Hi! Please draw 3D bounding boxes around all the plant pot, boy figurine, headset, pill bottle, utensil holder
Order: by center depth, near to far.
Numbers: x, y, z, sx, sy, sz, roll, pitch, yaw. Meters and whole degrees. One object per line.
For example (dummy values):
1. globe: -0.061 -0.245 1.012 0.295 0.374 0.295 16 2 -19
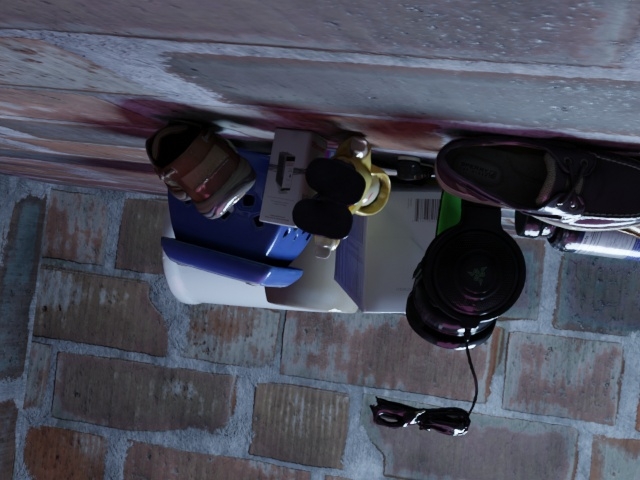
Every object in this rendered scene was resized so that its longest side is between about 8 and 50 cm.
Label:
1. headset: 0.165 0.064 1.351 0.185 0.394 0.243 5 157 -2
2. boy figurine: 0.033 -0.060 1.400 0.092 0.177 0.285 21 -172 10
3. pill bottle: 0.399 -0.039 1.450 0.219 0.123 0.123 7 179 -2
4. plant pot: -0.132 -0.041 1.713 0.235 0.212 0.236 15 -179 14
5. plant pot: 0.000 0.000 2.064 0.323 0.281 0.323 6 180 0
6. utensil holder: -0.142 0.007 2.448 0.385 0.328 0.327 4 178 18

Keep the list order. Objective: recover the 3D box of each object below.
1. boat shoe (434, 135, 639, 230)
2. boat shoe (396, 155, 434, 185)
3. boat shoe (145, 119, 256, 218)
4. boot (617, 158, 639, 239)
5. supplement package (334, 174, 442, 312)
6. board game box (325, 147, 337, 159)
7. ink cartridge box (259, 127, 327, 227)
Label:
1. boat shoe: 0.276 -0.071 1.209 0.285 0.103 0.092 13 -175 10
2. boat shoe: 0.150 -0.108 1.606 0.048 0.042 0.133 4 179 19
3. boat shoe: -0.191 -0.128 1.460 0.116 0.123 0.324 44 172 -24
4. boot: 0.450 -0.050 1.288 0.305 0.112 0.115 9 169 11
5. supplement package: 0.144 -0.001 1.697 0.199 0.198 0.262 1 -171 -10
6. board game box: 0.028 -0.129 1.646 0.103 0.026 0.154 7 179 1
7. ink cartridge box: -0.037 -0.087 1.434 0.056 0.135 0.099 10 179 15
